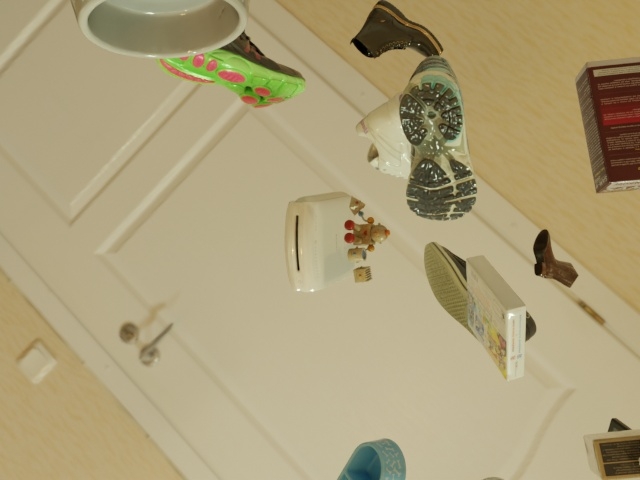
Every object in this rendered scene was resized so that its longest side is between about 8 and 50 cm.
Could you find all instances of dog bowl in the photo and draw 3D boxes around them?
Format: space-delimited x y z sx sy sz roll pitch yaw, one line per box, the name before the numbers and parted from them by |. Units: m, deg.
dog bowl | -0.292 -0.443 1.168 0.349 0.102 0.349 -7 174 -1
dog bowl | 0.118 0.677 1.726 0.074 0.166 0.297 19 106 -34

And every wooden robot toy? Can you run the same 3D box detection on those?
wooden robot toy | 0.096 -0.005 1.238 0.079 0.173 0.076 -5 171 29

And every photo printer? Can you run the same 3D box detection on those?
photo printer | 0.000 0.000 1.711 0.307 0.107 0.255 -16 106 -65

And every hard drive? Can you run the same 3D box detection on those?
hard drive | 0.904 0.601 1.861 0.135 0.022 0.094 -138 -124 -67

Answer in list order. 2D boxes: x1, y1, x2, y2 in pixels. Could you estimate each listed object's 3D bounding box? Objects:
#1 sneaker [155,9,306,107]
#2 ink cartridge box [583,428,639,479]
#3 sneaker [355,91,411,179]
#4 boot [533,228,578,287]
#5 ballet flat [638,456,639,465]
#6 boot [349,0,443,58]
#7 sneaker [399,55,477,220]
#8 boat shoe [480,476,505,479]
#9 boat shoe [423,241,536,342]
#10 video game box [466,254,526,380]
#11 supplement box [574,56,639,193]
sneaker | -0.211 -0.489 1.652 0.185 0.202 0.483 -14 164 37
ink cartridge box | 0.692 0.463 1.378 0.193 0.088 0.235 -10 163 16
sneaker | 0.192 -0.182 1.347 0.152 0.305 0.114 -24 -140 26
boot | 0.503 0.039 1.336 0.037 0.114 0.106 -5 -108 62
ballet flat | 0.646 0.437 1.195 0.074 0.203 0.074 -26 -154 14
boot | 0.179 -0.461 1.501 0.137 0.198 0.077 -54 176 -16
sneaker | 0.187 -0.150 0.964 0.283 0.110 0.122 78 21 -45
boat shoe | 0.242 0.460 0.997 0.229 0.080 0.076 -24 -178 -31
boat shoe | 0.502 0.173 2.051 0.156 0.500 0.186 -17 131 -20
video game box | 0.369 0.160 1.337 0.048 0.205 0.187 -11 120 -7
supplement box | 0.566 -0.214 1.169 0.130 0.239 0.073 -5 166 3
